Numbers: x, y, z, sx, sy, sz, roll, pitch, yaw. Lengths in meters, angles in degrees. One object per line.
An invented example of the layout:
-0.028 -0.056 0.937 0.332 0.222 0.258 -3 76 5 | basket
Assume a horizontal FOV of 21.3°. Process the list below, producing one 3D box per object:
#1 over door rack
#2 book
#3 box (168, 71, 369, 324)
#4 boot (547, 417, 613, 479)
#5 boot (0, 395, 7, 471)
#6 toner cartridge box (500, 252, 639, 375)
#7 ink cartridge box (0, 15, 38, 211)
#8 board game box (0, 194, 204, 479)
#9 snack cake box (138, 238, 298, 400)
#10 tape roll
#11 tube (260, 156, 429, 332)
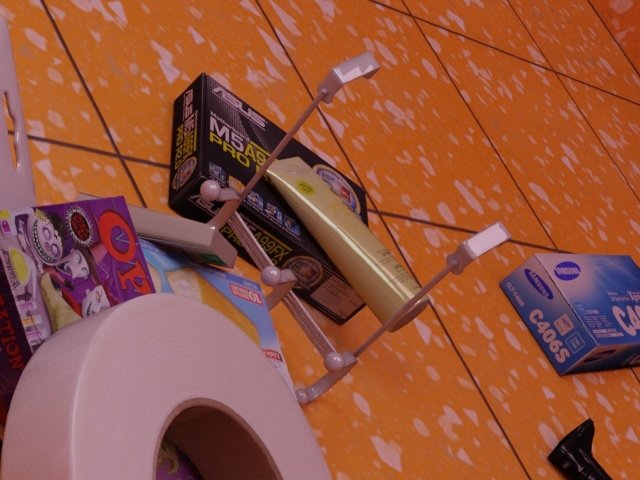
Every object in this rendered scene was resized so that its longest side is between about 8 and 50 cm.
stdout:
0.000 0.000 1.728 0.108 0.324 0.239 -26 76 -49 | over door rack
-0.161 -0.006 1.673 0.144 0.035 0.096 11 -12 14 | book
-0.056 -0.050 2.002 0.270 0.060 0.216 36 29 -25 | box
0.348 0.290 2.186 0.099 0.045 0.121 49 32 6 | boot
-0.273 0.127 1.409 0.158 0.059 0.084 54 30 9 | boot
0.408 0.105 2.512 0.348 0.075 0.165 1 51 -58 | toner cartridge box
-0.346 -0.036 1.340 0.353 0.119 0.207 -62 149 -64 | ink cartridge box
-0.174 0.138 1.388 0.208 0.056 0.347 -13 83 -69 | board game box
-0.157 0.088 1.610 0.264 0.089 0.152 22 35 -43 | snack cake box
-0.097 0.233 1.334 0.392 0.072 0.392 45 34 -41 | tape roll
0.027 -0.004 1.937 0.240 0.062 0.070 50 -15 14 | tube
